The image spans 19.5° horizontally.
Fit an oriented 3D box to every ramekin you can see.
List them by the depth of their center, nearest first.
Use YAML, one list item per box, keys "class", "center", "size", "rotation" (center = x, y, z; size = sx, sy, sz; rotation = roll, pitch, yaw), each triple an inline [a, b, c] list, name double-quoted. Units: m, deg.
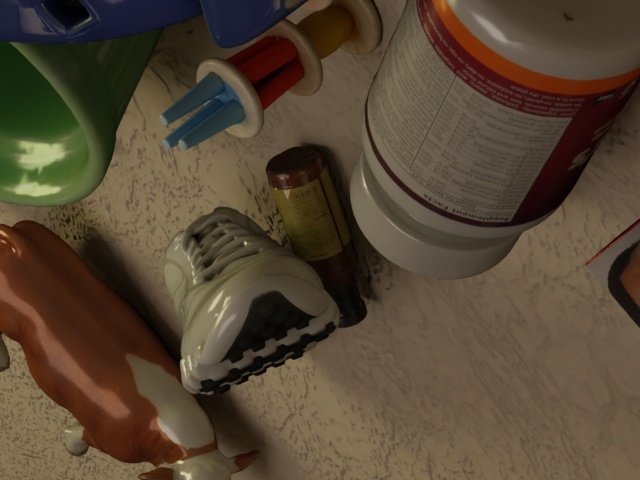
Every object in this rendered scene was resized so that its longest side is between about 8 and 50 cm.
- class: "ramekin"
  center: [-0.242, -0.168, 1.199]
  size: [0.303, 0.148, 0.303]
  rotation: [22, 156, 10]

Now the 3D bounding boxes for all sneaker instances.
- class: "sneaker"
  center: [-0.060, 0.035, 1.239]
  size: [0.292, 0.110, 0.118]
  rotation: [136, 111, -80]

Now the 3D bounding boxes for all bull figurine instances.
- class: "bull figurine"
  center: [-0.181, 0.116, 1.546]
  size: [0.310, 0.101, 0.188]
  rotation: [54, 152, -4]

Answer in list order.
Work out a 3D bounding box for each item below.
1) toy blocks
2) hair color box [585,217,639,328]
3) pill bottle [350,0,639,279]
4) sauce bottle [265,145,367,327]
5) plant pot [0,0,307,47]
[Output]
- class: "toy blocks"
  center: [-0.029, -0.117, 1.045]
  size: [0.054, 0.148, 0.123]
  rotation: [40, 148, 21]
- class: "hair color box"
  center: [0.204, -0.003, 0.927]
  size: [0.072, 0.043, 0.141]
  rotation: [49, 139, 5]
- class: "pill bottle"
  center: [0.089, -0.076, 0.953]
  size: [0.121, 0.121, 0.221]
  rotation: [45, 149, 13]
- class: "sauce bottle"
  center: [0.000, 0.000, 1.234]
  size: [0.042, 0.042, 0.128]
  rotation: [14, 131, 47]
- class: "plant pot"
  center: [-0.059, -0.234, 0.896]
  size: [0.212, 0.236, 0.236]
  rotation: [14, 133, 37]
